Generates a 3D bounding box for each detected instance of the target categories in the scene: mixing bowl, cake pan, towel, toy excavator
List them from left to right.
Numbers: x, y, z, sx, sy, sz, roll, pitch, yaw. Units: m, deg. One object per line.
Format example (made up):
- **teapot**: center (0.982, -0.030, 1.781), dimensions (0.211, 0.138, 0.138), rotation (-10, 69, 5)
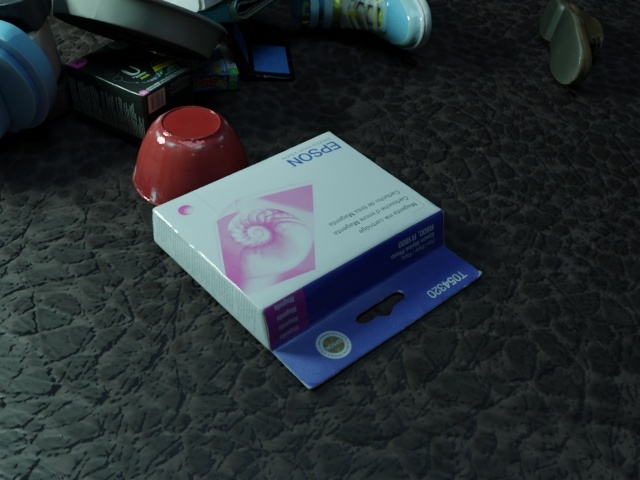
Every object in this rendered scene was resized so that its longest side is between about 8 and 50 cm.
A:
- **toy excavator**: center (-0.627, -0.196, 1.051), dimensions (0.433, 0.222, 0.445), rotation (8, 50, 4)
- **cake pan**: center (-0.299, -0.354, 1.203), dimensions (0.293, 0.054, 0.293), rotation (14, 6, -1)
- **mixing bowl**: center (-0.192, -0.135, 1.098), dimensions (0.182, 0.098, 0.181), rotation (3, 42, -3)
- **towel**: center (-0.235, -0.475, 1.433), dimensions (0.370, 0.040, 0.271), rotation (8, 37, 31)

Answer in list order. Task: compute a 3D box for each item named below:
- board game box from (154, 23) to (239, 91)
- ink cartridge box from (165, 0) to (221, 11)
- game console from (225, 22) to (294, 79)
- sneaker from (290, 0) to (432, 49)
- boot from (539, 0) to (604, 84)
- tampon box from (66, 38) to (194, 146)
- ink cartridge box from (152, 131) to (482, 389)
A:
- **board game box**: center (-0.235, -0.340, 1.367), dimensions (0.136, 0.035, 0.201), rotation (-8, 44, -15)
- **ink cartridge box**: center (-0.204, -0.476, 1.294), dimensions (0.160, 0.092, 0.219), rotation (9, 36, 33)
- **game console**: center (-0.115, -0.369, 1.382), dimensions (0.085, 0.124, 0.144), rotation (-21, 42, 9)
- **sneaker**: center (0.062, -0.450, 1.465), dimensions (0.208, 0.127, 0.319), rotation (-14, 36, -24)
- **boot**: center (0.523, -0.399, 1.483), dimensions (0.115, 0.112, 0.305), rotation (17, 40, -4)
- **tampon box**: center (-0.303, -0.239, 1.196), dimensions (0.161, 0.101, 0.120), rotation (25, 44, 20)
- **ink cartridge box**: center (0.000, 0.000, 0.995), dimensions (0.324, 0.071, 0.330), rotation (-29, 51, -33)
